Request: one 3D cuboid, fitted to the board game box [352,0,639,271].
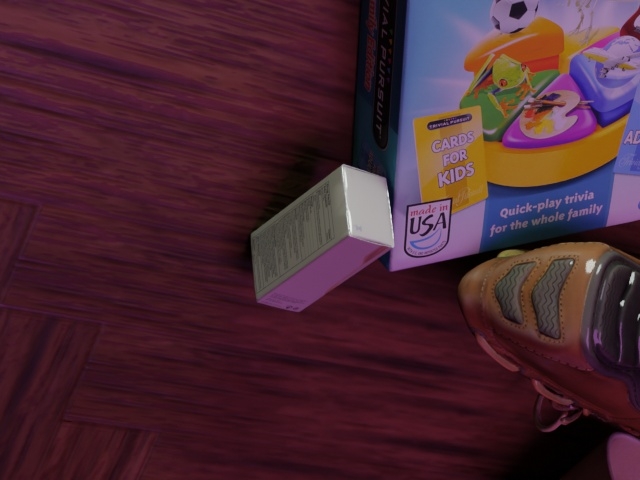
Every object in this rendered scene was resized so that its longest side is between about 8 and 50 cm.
[{"bbox_3d":[0.156,-0.158,1.343,0.254,0.079,0.336,-12,125,-21],"label":"board game box"}]

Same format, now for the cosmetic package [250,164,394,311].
[{"bbox_3d":[0.000,0.000,1.343,0.041,0.060,0.115,15,147,-34],"label":"cosmetic package"}]

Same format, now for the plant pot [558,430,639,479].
[{"bbox_3d":[0.211,0.342,1.616,0.274,0.256,0.256,-36,132,19],"label":"plant pot"}]

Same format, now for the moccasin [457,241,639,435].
[{"bbox_3d":[0.229,0.089,1.497,0.380,0.147,0.139,17,81,-55],"label":"moccasin"}]
